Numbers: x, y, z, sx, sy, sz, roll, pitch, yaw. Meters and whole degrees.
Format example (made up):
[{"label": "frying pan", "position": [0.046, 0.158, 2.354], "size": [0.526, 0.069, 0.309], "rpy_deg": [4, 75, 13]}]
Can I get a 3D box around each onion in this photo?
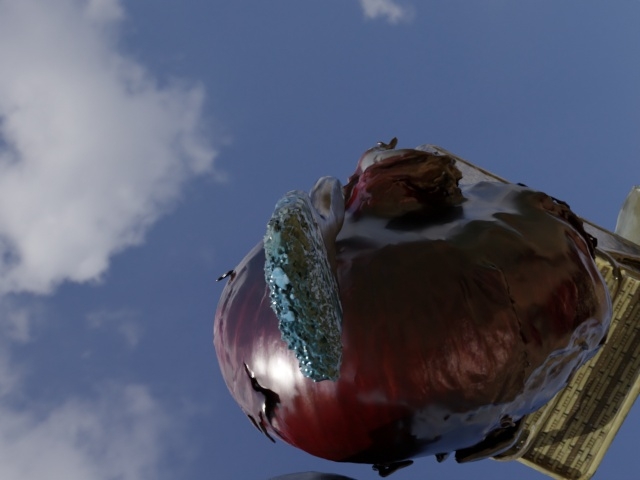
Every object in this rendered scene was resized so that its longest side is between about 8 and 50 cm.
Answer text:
[{"label": "onion", "position": [0.064, 0.044, 0.895], "size": [0.314, 0.314, 0.232], "rpy_deg": [-33, -66, -51]}]

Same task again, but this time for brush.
[{"label": "brush", "position": [0.000, 0.000, 0.538], "size": [0.196, 0.021, 0.070], "rpy_deg": [-73, -34, -71]}]

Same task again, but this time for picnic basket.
[{"label": "picnic basket", "position": [0.178, 0.070, 1.153], "size": [0.313, 0.228, 0.175], "rpy_deg": [27, -163, 5]}]

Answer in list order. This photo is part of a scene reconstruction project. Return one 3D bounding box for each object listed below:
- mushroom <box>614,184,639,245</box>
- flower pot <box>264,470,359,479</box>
[{"label": "mushroom", "position": [0.338, 0.050, 1.399], "size": [0.099, 0.278, 0.096], "rpy_deg": [24, -154, -19]}, {"label": "flower pot", "position": [-0.023, 0.327, 0.858], "size": [0.379, 0.379, 0.251], "rpy_deg": [58, -153, -1]}]
